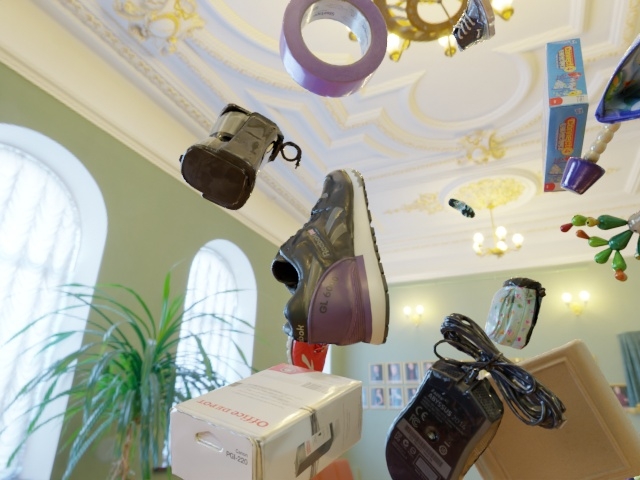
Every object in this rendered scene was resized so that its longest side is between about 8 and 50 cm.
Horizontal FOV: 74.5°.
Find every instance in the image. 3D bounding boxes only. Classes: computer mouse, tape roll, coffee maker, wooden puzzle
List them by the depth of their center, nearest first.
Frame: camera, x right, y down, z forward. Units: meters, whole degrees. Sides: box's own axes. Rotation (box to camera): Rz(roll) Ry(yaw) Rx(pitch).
[{"bbox_3d":[0.196,0.259,0.604,0.072,0.188,0.272,11,-64,-46],"label":"computer mouse"},{"bbox_3d":[0.346,0.294,0.663,0.239,0.220,0.044,-30,0,15],"label":"wooden puzzle"},{"bbox_3d":[-0.131,-0.146,0.735,0.171,0.178,0.120,7,-51,4],"label":"coffee maker"},{"bbox_3d":[0.033,-0.522,1.100,0.275,0.274,0.090,6,-7,-11],"label":"tape roll"}]

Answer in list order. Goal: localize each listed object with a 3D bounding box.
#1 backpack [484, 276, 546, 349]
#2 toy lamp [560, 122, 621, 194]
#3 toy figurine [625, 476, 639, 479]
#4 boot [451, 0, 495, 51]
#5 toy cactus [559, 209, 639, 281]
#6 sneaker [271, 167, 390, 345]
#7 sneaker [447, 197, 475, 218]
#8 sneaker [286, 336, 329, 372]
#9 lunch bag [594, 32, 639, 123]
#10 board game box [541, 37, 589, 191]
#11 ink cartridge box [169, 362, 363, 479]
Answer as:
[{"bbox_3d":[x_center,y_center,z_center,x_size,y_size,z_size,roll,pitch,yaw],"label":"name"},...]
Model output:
[{"bbox_3d":[0.517,0.197,1.129,0.115,0.181,0.152,16,-13,18],"label":"backpack"},{"bbox_3d":[0.611,-0.227,0.894,0.080,0.274,0.080,26,14,-7],"label":"toy lamp"},{"bbox_3d":[0.732,0.635,0.991,0.218,0.191,0.362,-6,-50,-6],"label":"toy figurine"},{"bbox_3d":[0.337,-0.486,0.941,0.086,0.069,0.190,-25,-15,23],"label":"boot"},{"bbox_3d":[0.685,-0.011,0.949,0.112,0.219,0.180,-27,-27,-46],"label":"toy cactus"},{"bbox_3d":[0.000,0.000,0.527,0.124,0.283,0.107,-3,-48,-3],"label":"sneaker"},{"bbox_3d":[0.462,-0.105,1.350,0.069,0.098,0.038,-3,-49,-53],"label":"sneaker"},{"bbox_3d":[-0.003,0.220,1.023,0.107,0.278,0.118,7,4,-33],"label":"sneaker"},{"bbox_3d":[0.319,-0.170,0.352,0.096,0.129,0.151,49,-30,1],"label":"lunch bag"},{"bbox_3d":[0.690,-0.352,1.207,0.086,0.301,0.308,0,-37,25],"label":"board game box"},{"bbox_3d":[-0.064,0.246,0.563,0.159,0.092,0.218,0,0,36],"label":"ink cartridge box"}]
